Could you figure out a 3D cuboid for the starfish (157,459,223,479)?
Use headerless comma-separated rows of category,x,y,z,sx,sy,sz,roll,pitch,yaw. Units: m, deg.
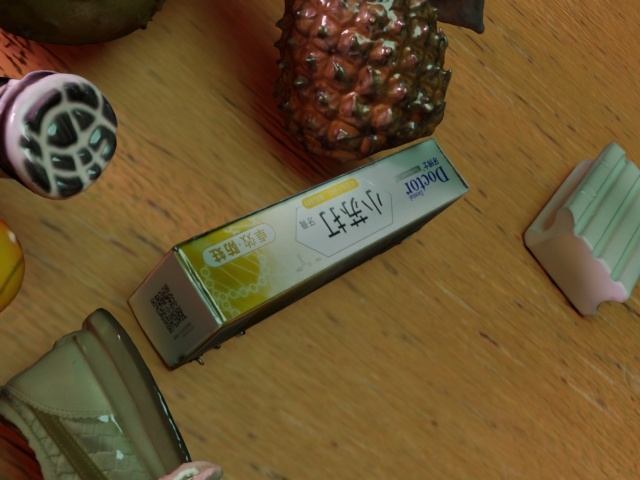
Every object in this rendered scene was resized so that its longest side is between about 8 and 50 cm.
starfish,-0.199,0.257,0.295,0.398,0.132,0.383,14,79,-18

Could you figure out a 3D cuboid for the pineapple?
pineapple,0.019,-0.254,0.689,0.165,0.166,0.364,-32,121,-45

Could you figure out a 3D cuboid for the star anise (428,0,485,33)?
star anise,0.088,-0.330,0.847,0.315,0.315,0.108,41,86,-12

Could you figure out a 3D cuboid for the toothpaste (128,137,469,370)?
toothpaste,0.000,0.000,0.673,0.313,0.089,0.071,-26,78,-44

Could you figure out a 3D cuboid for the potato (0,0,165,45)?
potato,-0.176,-0.271,0.632,0.210,0.173,0.307,40,49,-12

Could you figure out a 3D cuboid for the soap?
soap,0.318,-0.017,0.956,0.119,0.066,0.198,50,45,-2

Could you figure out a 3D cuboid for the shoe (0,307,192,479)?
shoe,-0.101,0.174,0.471,0.098,0.103,0.274,-26,68,-13

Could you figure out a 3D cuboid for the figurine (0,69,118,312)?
figurine,-0.287,-0.052,0.397,0.320,0.196,0.323,44,39,4
